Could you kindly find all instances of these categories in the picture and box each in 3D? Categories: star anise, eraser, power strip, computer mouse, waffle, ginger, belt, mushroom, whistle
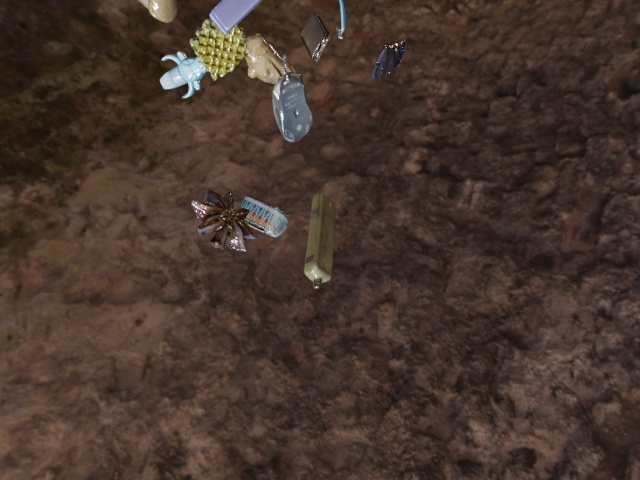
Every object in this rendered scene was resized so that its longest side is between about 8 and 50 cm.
[{"bbox_3d":[-0.417,-0.082,1.912,0.117,0.332,0.331,-40,-160,31],"label":"star anise"},{"bbox_3d":[-0.271,-0.797,1.490,0.225,0.082,0.036,-37,-163,14],"label":"eraser"},{"bbox_3d":[0.000,0.000,1.502,0.066,0.092,0.387,-28,-139,34],"label":"power strip"},{"bbox_3d":[-0.130,-0.581,1.829,0.167,0.379,0.090,-34,-132,-27],"label":"computer mouse"},{"bbox_3d":[-0.378,-0.744,1.689,0.204,0.223,0.054,-39,-122,-4],"label":"waffle"},{"bbox_3d":[-0.231,-0.829,2.123,0.126,0.354,0.190,35,-80,55],"label":"ginger"},{"bbox_3d":[-0.291,-0.121,2.261,0.150,0.257,0.207,-64,-174,-3],"label":"belt"},{"bbox_3d":[-0.731,-1.077,1.878,0.154,0.137,0.407,-40,-113,-6],"label":"mushroom"},{"bbox_3d":[-0.576,-0.728,1.920,0.274,0.186,0.093,-17,-155,20],"label":"whistle"}]

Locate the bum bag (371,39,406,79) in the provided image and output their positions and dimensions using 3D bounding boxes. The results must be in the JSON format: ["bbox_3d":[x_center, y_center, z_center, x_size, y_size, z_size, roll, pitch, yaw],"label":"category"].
[{"bbox_3d":[0.279,-0.748,1.836,0.310,0.074,0.137,-43,161,-51],"label":"bum bag"}]

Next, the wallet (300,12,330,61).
[{"bbox_3d":[-0.021,-0.737,1.606,0.110,0.031,0.198,-54,-143,34],"label":"wallet"}]

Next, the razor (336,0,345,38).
[{"bbox_3d":[0.086,-0.952,1.868,0.037,0.191,0.068,-9,-122,-2],"label":"razor"}]
